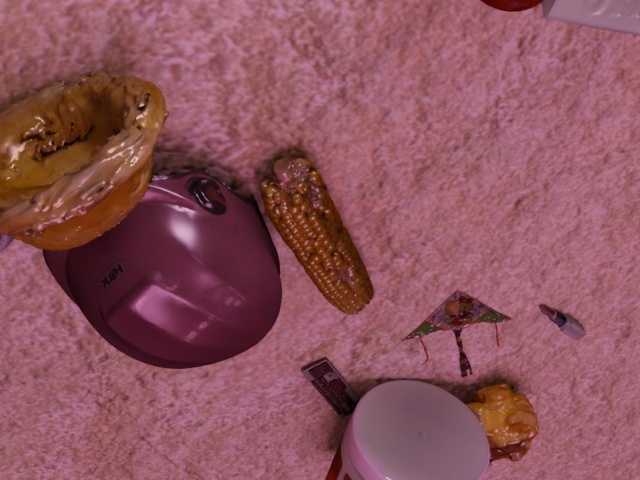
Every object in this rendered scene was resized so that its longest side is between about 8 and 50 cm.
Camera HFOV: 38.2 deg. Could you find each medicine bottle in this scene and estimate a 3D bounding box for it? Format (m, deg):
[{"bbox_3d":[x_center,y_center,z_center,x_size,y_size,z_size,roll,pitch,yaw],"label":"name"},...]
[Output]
[{"bbox_3d":[0.148,0.419,1.662,0.252,0.252,0.241,3,131,-16],"label":"medicine bottle"}]

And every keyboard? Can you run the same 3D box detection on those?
[{"bbox_3d":[0.022,0.266,1.648,0.055,0.017,0.166,-25,134,11],"label":"keyboard"}]

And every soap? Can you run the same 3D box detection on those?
[{"bbox_3d":[0.377,-0.321,1.139,0.198,0.066,0.119,4,134,-18],"label":"soap"}]

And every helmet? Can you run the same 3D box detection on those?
[{"bbox_3d":[-0.190,0.061,1.240,0.271,0.197,0.338,-38,151,21],"label":"helmet"}]

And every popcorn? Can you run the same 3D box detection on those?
[{"bbox_3d":[0.332,0.340,1.717,0.167,0.152,0.148,36,136,-27],"label":"popcorn"}]

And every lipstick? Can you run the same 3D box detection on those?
[{"bbox_3d":[0.420,0.140,1.620,0.107,0.025,0.025,32,119,-28],"label":"lipstick"}]

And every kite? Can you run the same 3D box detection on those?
[{"bbox_3d":[0.240,0.170,1.617,0.198,0.006,0.244,-13,135,-1],"label":"kite"}]

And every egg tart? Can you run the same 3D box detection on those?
[{"bbox_3d":[-0.287,-0.081,1.054,0.288,0.288,0.118,-21,123,6],"label":"egg tart"}]

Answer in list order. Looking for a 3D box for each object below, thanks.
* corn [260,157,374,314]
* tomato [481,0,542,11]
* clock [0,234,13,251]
[{"bbox_3d":[0.000,0.000,1.338,0.097,0.097,0.320,-23,136,8],"label":"corn"},{"bbox_3d":[0.215,-0.347,1.018,0.187,0.151,0.187,-5,129,-7],"label":"tomato"},{"bbox_3d":[-0.453,-0.053,1.184,0.117,0.080,0.176,-30,131,14],"label":"clock"}]
